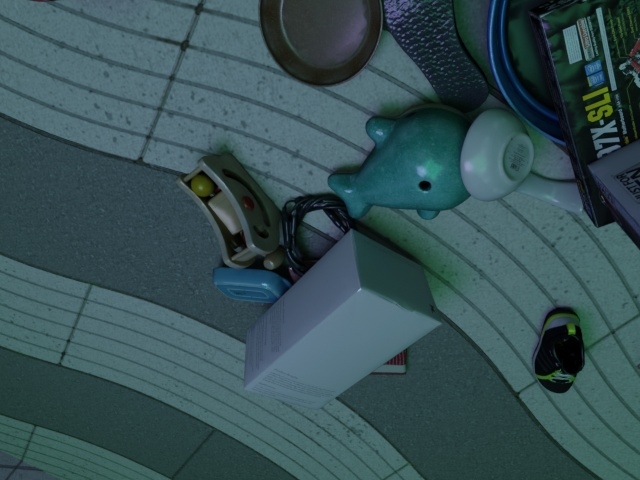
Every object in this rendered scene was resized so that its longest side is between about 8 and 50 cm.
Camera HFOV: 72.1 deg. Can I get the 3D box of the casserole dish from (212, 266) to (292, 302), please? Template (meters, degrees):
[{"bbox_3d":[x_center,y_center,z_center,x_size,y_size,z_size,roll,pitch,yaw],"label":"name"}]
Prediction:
[{"bbox_3d":[-0.153,0.101,0.958,0.189,0.036,0.114,3,150,22],"label":"casserole dish"}]

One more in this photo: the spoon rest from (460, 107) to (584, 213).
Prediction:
[{"bbox_3d":[0.314,-0.108,0.691,0.277,0.084,0.137,18,92,-31],"label":"spoon rest"}]

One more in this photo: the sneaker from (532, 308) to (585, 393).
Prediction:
[{"bbox_3d":[0.492,0.250,0.909,0.084,0.097,0.234,-5,120,16],"label":"sneaker"}]

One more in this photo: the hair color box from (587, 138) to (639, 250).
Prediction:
[{"bbox_3d":[0.521,-0.099,0.455,0.375,0.185,0.113,-30,112,26],"label":"hair color box"}]

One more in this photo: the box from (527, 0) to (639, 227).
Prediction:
[{"bbox_3d":[0.448,-0.199,0.564,0.257,0.079,0.321,-20,115,24],"label":"box"}]

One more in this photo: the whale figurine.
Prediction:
[{"bbox_3d":[0.135,-0.106,0.740,0.272,0.141,0.216,-21,118,30],"label":"whale figurine"}]

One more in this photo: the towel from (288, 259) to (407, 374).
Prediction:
[{"bbox_3d":[0.072,0.179,0.996,0.238,0.037,0.328,-2,121,13],"label":"towel"}]

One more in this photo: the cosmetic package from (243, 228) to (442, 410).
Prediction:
[{"bbox_3d":[0.025,0.173,0.862,0.197,0.155,0.365,28,123,-28],"label":"cosmetic package"}]

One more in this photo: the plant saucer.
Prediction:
[{"bbox_3d":[0.002,-0.340,0.676,0.199,0.036,0.198,11,125,16],"label":"plant saucer"}]

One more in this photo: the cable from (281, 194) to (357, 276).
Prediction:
[{"bbox_3d":[0.000,0.000,0.884,0.151,0.047,0.184,-4,104,2],"label":"cable"}]

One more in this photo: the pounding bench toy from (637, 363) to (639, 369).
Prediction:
[{"bbox_3d":[0.693,0.260,0.891,0.052,0.065,0.083,22,124,-2],"label":"pounding bench toy"}]

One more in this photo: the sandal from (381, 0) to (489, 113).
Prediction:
[{"bbox_3d":[0.172,-0.308,0.669,0.097,0.054,0.254,-19,125,30],"label":"sandal"}]

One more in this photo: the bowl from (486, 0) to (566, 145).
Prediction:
[{"bbox_3d":[0.426,-0.316,0.587,0.392,0.077,0.390,5,122,9],"label":"bowl"}]

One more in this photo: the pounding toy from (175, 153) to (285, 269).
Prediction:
[{"bbox_3d":[-0.178,-0.022,0.854,0.155,0.154,0.269,-30,110,26],"label":"pounding toy"}]
